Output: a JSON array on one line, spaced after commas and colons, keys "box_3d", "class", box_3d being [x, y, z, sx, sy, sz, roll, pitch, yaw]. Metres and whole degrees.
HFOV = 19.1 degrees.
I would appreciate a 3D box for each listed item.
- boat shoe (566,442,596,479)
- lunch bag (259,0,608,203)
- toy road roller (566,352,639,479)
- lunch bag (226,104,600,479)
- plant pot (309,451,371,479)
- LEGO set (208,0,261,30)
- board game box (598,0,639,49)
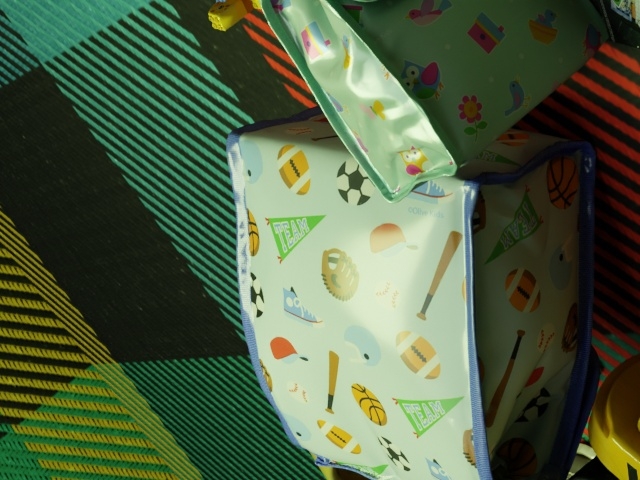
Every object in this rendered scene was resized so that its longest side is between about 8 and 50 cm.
[{"box_3d": [0.282, 0.336, 2.296, 0.116, 0.097, 0.324, 47, 158, 9], "class": "boat shoe"}, {"box_3d": [0.084, -0.205, 1.650, 0.262, 0.223, 0.160, 54, 152, -5], "class": "lunch bag"}, {"box_3d": [0.399, 0.226, 1.778, 0.329, 0.202, 0.240, 40, 146, 28], "class": "toy road roller"}, {"box_3d": [0.098, 0.073, 1.898, 0.328, 0.239, 0.385, 14, 113, 43], "class": "lunch bag"}, {"box_3d": [0.061, 0.129, 2.224, 0.239, 0.254, 0.254, 55, 163, 31], "class": "plant pot"}, {"box_3d": [-0.103, -0.281, 2.052, 0.227, 0.093, 0.087, 19, 143, 51], "class": "LEGO set"}, {"box_3d": [0.253, -0.257, 1.507, 0.136, 0.030, 0.259, 27, 149, 48], "class": "board game box"}]
